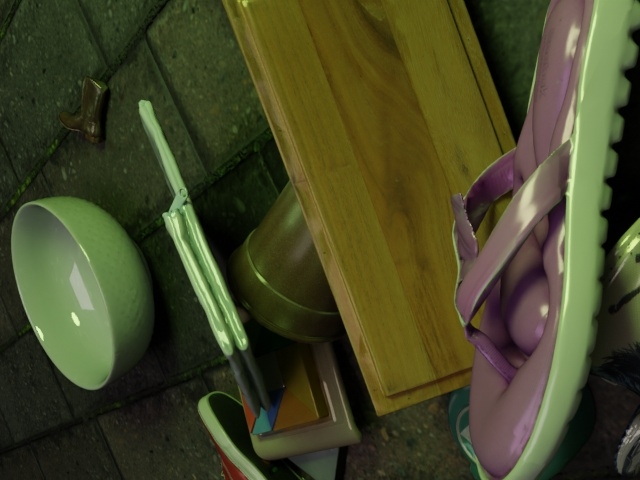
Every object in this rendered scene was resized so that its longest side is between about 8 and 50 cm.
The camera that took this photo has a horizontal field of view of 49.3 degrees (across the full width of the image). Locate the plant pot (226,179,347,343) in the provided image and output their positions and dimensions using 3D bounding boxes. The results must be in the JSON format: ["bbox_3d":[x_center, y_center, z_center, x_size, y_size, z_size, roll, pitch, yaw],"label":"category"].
[{"bbox_3d":[0.000,0.000,0.787,0.167,0.167,0.165,46,125,23],"label":"plant pot"}]

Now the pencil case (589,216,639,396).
[{"bbox_3d":[0.366,0.143,0.470,0.410,0.160,0.183,43,146,25],"label":"pencil case"}]

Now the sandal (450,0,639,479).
[{"bbox_3d":[0.148,-0.026,0.539,0.169,0.102,0.416,107,176,-81],"label":"sandal"}]

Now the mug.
[{"bbox_3d":[0.196,0.191,0.701,0.129,0.097,0.157,-1,104,45],"label":"mug"}]

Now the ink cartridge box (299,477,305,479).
[{"bbox_3d":[-0.037,0.502,1.108,0.232,0.066,0.189,-44,73,23],"label":"ink cartridge box"}]

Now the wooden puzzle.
[{"bbox_3d":[-0.058,0.183,0.969,0.221,0.044,0.238,-28,78,44],"label":"wooden puzzle"}]

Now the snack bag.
[{"bbox_3d":[-0.145,0.033,0.865,0.323,0.037,0.342,88,159,-66],"label":"snack bag"}]

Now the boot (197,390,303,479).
[{"bbox_3d":[-0.141,0.373,1.088,0.244,0.088,0.176,49,117,20],"label":"boot"}]

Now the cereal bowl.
[{"bbox_3d":[-0.396,0.080,1.219,0.339,0.141,0.338,18,117,40],"label":"cereal bowl"}]

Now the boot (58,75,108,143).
[{"bbox_3d":[-0.401,-0.235,1.175,0.106,0.037,0.114,30,129,18],"label":"boot"}]

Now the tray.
[{"bbox_3d":[0.076,-0.067,0.652,0.203,0.076,0.410,-20,90,3],"label":"tray"}]

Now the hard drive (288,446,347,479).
[{"bbox_3d":[-0.021,0.292,1.013,0.135,0.022,0.094,26,123,36],"label":"hard drive"}]

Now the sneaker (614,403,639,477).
[{"bbox_3d":[0.306,0.168,0.619,0.058,0.052,0.135,28,126,27],"label":"sneaker"}]
